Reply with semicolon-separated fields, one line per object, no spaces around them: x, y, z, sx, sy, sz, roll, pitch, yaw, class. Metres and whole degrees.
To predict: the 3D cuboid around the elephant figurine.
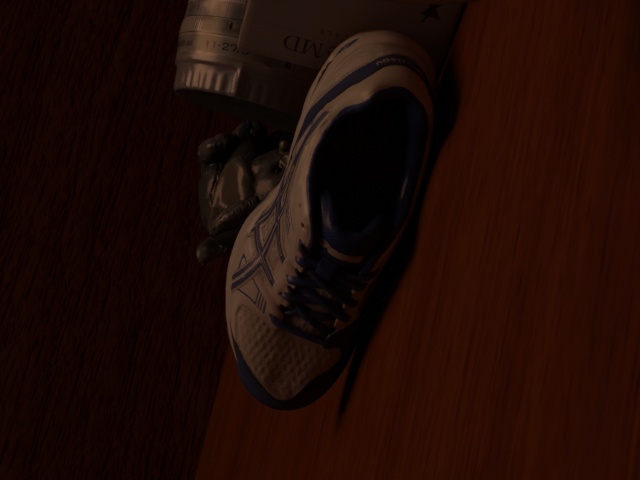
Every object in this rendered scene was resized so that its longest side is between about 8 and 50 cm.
-0.060;-0.051;1.562;0.239;0.169;0.186;-141;36;-67;elephant figurine

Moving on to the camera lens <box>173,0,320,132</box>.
-0.047;-0.285;1.621;0.219;0.219;0.274;171;114;-84;camera lens

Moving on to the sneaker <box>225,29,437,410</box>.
0.000;0.000;0.937;0.131;0.112;0.296;-91;16;-70;sneaker

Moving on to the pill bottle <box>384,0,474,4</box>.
0.058;-0.296;0.549;0.229;0.229;0.407;112;171;-52;pill bottle

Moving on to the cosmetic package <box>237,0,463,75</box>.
0.037;-0.232;0.984;0.151;0.151;0.183;-82;9;-52;cosmetic package
